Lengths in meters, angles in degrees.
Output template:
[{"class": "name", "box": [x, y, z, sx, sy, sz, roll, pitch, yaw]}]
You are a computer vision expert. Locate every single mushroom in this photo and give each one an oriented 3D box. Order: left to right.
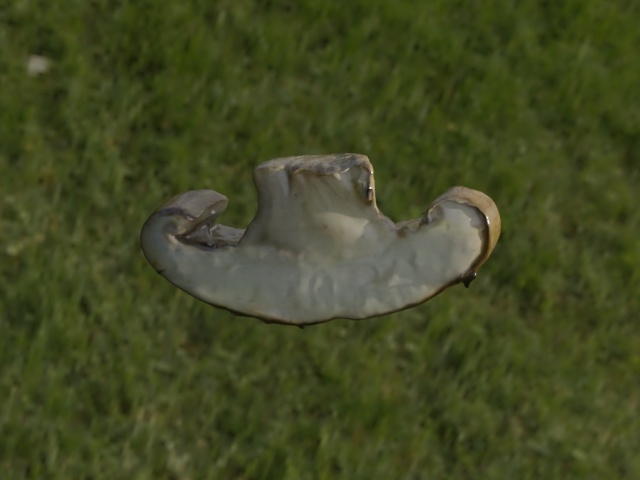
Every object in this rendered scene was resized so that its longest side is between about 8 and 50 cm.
[{"class": "mushroom", "box": [0.000, -0.001, 0.539, 0.101, 0.049, 0.019, 0, 27, 19]}]
